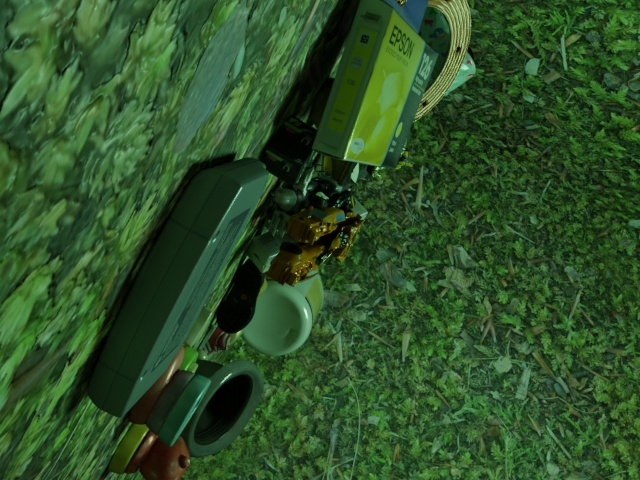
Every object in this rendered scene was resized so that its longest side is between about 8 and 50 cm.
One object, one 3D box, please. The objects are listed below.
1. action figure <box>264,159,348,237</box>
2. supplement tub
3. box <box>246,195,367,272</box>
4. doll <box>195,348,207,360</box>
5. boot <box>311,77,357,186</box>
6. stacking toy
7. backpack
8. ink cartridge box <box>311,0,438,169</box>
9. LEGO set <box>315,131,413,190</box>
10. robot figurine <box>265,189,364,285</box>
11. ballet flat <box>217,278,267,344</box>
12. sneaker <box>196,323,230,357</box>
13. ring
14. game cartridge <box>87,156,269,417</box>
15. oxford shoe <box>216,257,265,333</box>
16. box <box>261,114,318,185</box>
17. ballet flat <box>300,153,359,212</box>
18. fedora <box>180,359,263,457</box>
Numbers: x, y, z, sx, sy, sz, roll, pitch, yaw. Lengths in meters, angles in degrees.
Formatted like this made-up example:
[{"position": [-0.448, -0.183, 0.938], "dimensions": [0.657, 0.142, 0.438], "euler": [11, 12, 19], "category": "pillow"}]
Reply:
[{"position": [-0.045, -0.097, 1.437], "dimensions": [0.185, 0.099, 0.285], "euler": [-54, 167, 17], "category": "action figure"}, {"position": [-0.120, 0.197, 2.139], "dimensions": [0.241, 0.241, 0.331], "euler": [-61, 179, 18], "category": "supplement tub"}, {"position": [-0.026, -0.019, 1.580], "dimensions": [0.324, 0.067, 0.063], "euler": [-26, 156, -38], "category": "box"}, {"position": [-0.319, 0.342, 1.593], "dimensions": [0.188, 0.046, 0.129], "euler": [-67, 169, 9], "category": "doll"}, {"position": [0.042, -0.216, 1.327], "dimensions": [0.305, 0.115, 0.112], "euler": [102, 13, -65], "category": "boot"}, {"position": [-0.254, 0.305, 1.267], "dimensions": [0.308, 0.131, 0.279], "euler": [-60, 179, 42], "category": "stacking toy"}, {"position": [0.257, -0.468, 1.630], "dimensions": [0.191, 0.253, 0.225], "euler": [-41, -177, 8], "category": "backpack"}, {"position": [0.111, -0.272, 1.076], "dimensions": [0.304, 0.072, 0.307], "euler": [-7, 120, -67], "category": "ink cartridge box"}, {"position": [0.107, -0.193, 1.688], "dimensions": [0.331, 0.255, 0.191], "euler": [-121, -145, -80], "category": "LEGO set"}, {"position": [0.000, 0.000, 1.431], "dimensions": [0.291, 0.085, 0.211], "euler": [-21, 140, -60], "category": "robot figurine"}, {"position": [-0.216, 0.169, 1.764], "dimensions": [0.073, 0.080, 0.232], "euler": [77, 31, -46], "category": "ballet flat"}, {"position": [-0.267, 0.273, 1.652], "dimensions": [0.118, 0.067, 0.042], "euler": [-60, 179, -1], "category": "sneaker"}, {"position": [0.189, -0.396, 1.433], "dimensions": [0.337, 0.032, 0.336], "euler": [-24, 137, -25], "category": "ring"}, {"position": [-0.156, 0.045, 0.748], "dimensions": [0.294, 0.060, 0.196], "euler": [-61, -177, 13], "category": "game cartridge"}, {"position": [-0.180, 0.130, 1.598], "dimensions": [0.227, 0.083, 0.096], "euler": [-59, -176, 29], "category": "oxford shoe"}, {"position": [-0.043, -0.136, 1.013], "dimensions": [0.083, 0.062, 0.052], "euler": [-59, 179, -37], "category": "box"}, {"position": [0.006, -0.154, 1.999], "dimensions": [0.139, 0.139, 0.400], "euler": [-60, -177, -28], "category": "ballet flat"}, {"position": [-0.257, 0.359, 1.522], "dimensions": [0.243, 0.124, 0.275], "euler": [-61, 156, -2], "category": "fedora"}]
